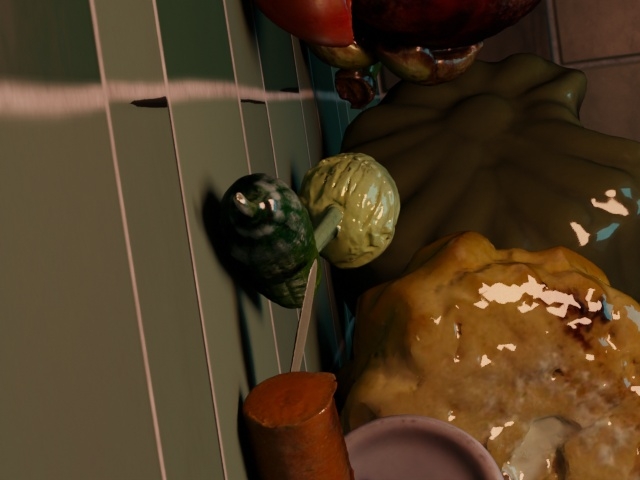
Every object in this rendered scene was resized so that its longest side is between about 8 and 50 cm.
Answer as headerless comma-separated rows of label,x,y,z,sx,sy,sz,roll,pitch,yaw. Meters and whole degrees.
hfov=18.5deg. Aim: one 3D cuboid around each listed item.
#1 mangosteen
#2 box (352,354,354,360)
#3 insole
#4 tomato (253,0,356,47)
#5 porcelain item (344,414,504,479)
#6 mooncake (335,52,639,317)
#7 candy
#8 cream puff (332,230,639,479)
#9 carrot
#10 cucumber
mangosteen,0.096,-0.305,1.904,0.311,0.311,0.311,-8,90,-85
box,0.077,0.178,2.057,0.240,0.071,0.159,-73,153,-77
insole,-0.017,0.084,1.200,0.053,0.002,0.152,-45,147,-79
tomato,-0.022,-0.226,1.479,0.174,0.082,0.166,-98,-178,-59
porcelain item,0.065,0.207,1.398,0.114,0.147,0.147,73,10,-65
mooncake,0.166,-0.034,1.962,0.351,0.351,0.187,-93,171,-45
candy,0.000,0.000,1.536,0.092,0.093,0.335,39,18,1
cream puff,0.138,0.148,1.727,0.324,0.291,0.257,61,-13,-14
carrot,0.002,0.184,1.185,0.067,0.067,0.225,-89,169,-61
cucumber,-0.029,-0.003,1.191,0.250,0.056,0.056,73,10,-76
